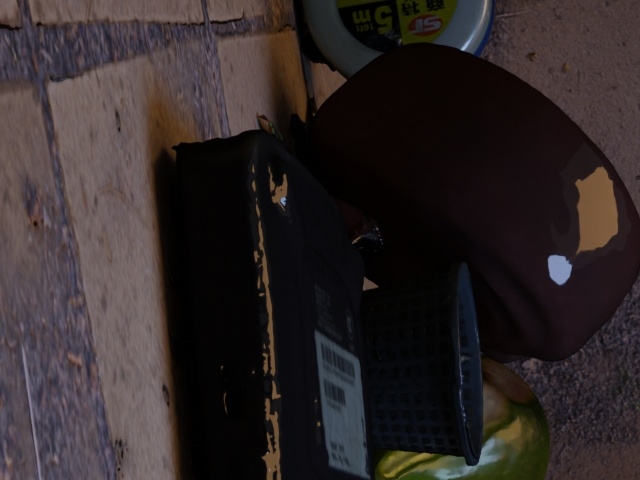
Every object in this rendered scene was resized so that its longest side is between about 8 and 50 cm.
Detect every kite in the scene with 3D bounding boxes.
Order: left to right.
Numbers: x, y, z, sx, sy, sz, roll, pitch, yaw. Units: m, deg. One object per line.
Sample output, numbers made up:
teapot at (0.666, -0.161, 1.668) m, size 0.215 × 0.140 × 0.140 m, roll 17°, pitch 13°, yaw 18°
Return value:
kite at (-0.017, -0.012, 1.804) m, size 0.321 × 0.016 × 0.234 m, roll 51°, pitch 33°, yaw -73°

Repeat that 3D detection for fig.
fig at (0.103, 0.224, 1.932) m, size 0.275 × 0.206 × 0.206 m, roll -14°, pitch 97°, yaw -52°

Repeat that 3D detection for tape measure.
tape measure at (0.147, -0.276, 2.008) m, size 0.098 × 0.351 × 0.215 m, roll 24°, pitch 56°, yaw -78°

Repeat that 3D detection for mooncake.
mooncake at (0.130, -0.027, 1.799) m, size 0.326 × 0.174 × 0.334 m, roll 46°, pitch -23°, yaw -3°

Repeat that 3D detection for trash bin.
trash bin at (0.053, 0.112, 1.639) m, size 0.175 × 0.161 × 0.175 m, roll -6°, pitch 90°, yaw -78°

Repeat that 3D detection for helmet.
helmet at (0.000, 0.000, 1.654) m, size 0.070 × 0.098 × 0.123 m, roll 55°, pitch 1°, yaw 15°

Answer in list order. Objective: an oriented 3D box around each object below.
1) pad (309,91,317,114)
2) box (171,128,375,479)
pad at (0.009, -0.050, 2.012) m, size 0.113 × 0.006 × 0.188 m, roll -97°, pitch 176°, yaw -57°
box at (-0.022, 0.119, 1.371) m, size 0.359 × 0.091 × 0.350 m, roll 45°, pitch 38°, yaw -73°
